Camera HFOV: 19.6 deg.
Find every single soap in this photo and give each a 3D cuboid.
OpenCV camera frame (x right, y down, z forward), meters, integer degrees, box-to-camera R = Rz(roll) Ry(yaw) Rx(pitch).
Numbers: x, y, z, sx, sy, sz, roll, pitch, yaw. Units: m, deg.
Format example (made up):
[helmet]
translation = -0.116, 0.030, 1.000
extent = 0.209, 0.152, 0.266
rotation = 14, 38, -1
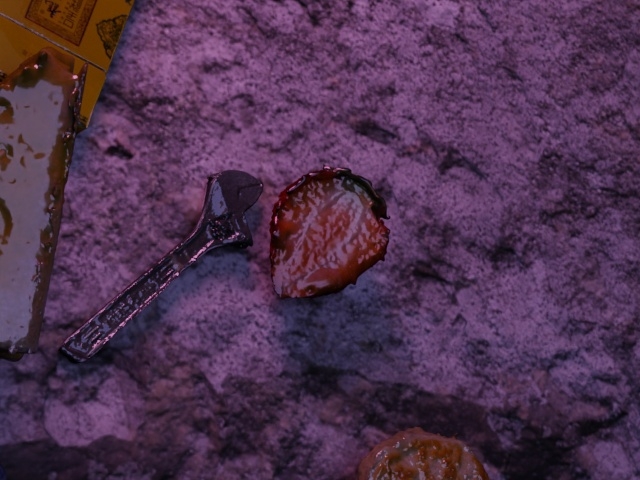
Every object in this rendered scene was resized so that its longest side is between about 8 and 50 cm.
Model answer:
[soap]
translation = -0.408, -0.068, 1.838
extent = 0.304, 0.169, 0.338
rotation = 12, 79, -19

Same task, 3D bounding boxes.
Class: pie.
[pie]
translation = 0.118, 0.318, 2.132
extent = 0.179, 0.084, 0.205
rotation = -11, 85, -31

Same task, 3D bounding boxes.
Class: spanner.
[spanner]
translation = -0.171, 0.028, 2.069
extent = 0.325, 0.026, 0.093
rotation = -43, 100, -31

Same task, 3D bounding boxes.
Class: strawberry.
[strawberry]
translation = 0.000, 0.000, 2.147
extent = 0.146, 0.082, 0.187
rotation = 42, 67, -9

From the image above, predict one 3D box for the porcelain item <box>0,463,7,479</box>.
[porcelain item]
translation = -0.395, 0.228, 1.812
extent = 0.147, 0.147, 0.114
rotation = -35, 94, -32

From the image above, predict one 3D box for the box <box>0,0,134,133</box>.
[box]
translation = -0.288, -0.273, 2.068
extent = 0.153, 0.041, 0.279
rotation = 28, 64, -24
